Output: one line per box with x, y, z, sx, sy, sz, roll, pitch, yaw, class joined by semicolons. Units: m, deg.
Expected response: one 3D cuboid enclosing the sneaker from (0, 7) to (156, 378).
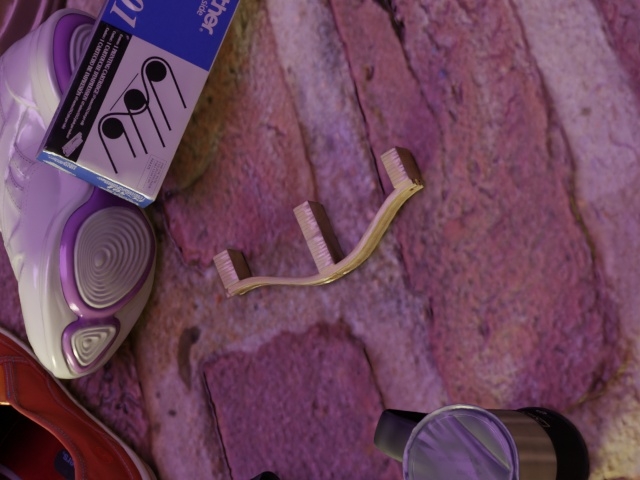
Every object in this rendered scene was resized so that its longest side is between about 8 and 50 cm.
-0.221;-0.032;1.399;0.152;0.114;0.305;-16;72;41;sneaker

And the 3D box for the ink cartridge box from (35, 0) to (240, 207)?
-0.140;-0.140;1.329;0.097;0.046;0.207;25;77;-13;ink cartridge box

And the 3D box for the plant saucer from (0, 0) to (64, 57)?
-0.348;-0.239;1.520;0.278;0.041;0.277;-4;82;29;plant saucer

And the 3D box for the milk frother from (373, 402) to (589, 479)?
0.103;0.185;1.160;0.129;0.135;0.143;-2;83;30;milk frother

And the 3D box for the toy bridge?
0.000;0.000;1.303;0.188;0.026;0.063;-31;71;23;toy bridge

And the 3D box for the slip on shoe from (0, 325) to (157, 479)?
-0.276;0.150;1.395;0.331;0.101;0.123;33;101;30;slip on shoe

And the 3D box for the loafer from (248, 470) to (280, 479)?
-0.047;0.215;1.277;0.223;0.076;0.078;-2;77;24;loafer
